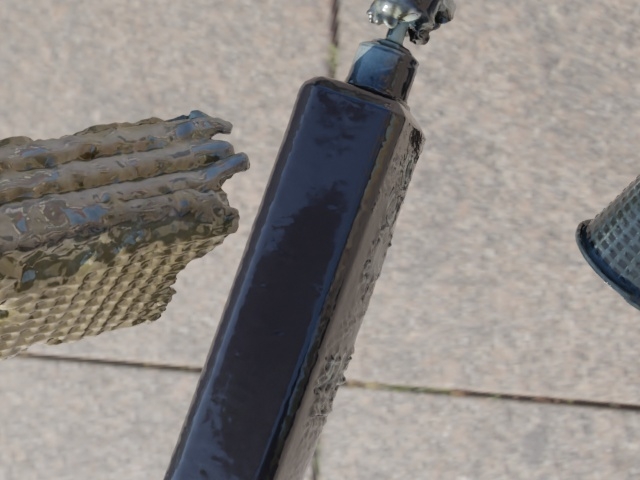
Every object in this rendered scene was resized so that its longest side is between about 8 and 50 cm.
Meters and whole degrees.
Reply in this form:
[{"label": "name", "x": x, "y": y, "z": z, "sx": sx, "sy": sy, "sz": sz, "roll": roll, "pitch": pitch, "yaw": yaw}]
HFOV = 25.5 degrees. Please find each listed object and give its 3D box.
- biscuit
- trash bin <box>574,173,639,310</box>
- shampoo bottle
[{"label": "biscuit", "x": -0.148, "y": 0.010, "z": 0.558, "sx": 0.108, "sy": 0.239, "sz": 0.061, "roll": -48, "pitch": 62, "yaw": 51}, {"label": "trash bin", "x": 0.400, "y": -0.020, "z": 1.589, "sx": 0.175, "sy": 0.175, "sz": 0.161, "roll": 46, "pitch": 121, "yaw": 26}, {"label": "shampoo bottle", "x": 0.000, "y": 0.000, "z": 0.779, "sx": 0.071, "sy": 0.098, "sz": 0.309, "roll": 18, "pitch": 90, "yaw": 18}]
